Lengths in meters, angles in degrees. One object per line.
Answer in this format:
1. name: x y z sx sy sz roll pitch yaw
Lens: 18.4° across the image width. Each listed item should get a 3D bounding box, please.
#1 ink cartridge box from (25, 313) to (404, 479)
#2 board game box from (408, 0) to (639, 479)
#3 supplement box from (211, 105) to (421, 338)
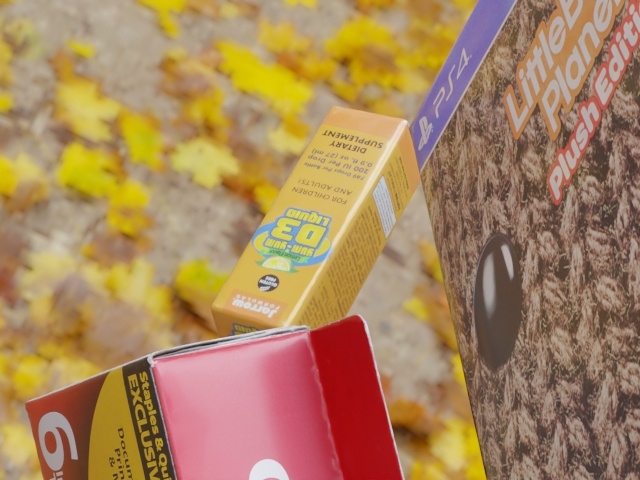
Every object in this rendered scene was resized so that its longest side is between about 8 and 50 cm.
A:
1. ink cartridge box: -0.055 0.222 1.294 0.130 0.272 0.309 -10 82 -33
2. board game box: 0.157 0.008 0.695 0.141 0.232 0.291 3 54 -19
3. supplement box: 0.000 0.000 1.617 0.078 0.080 0.233 13 57 24
